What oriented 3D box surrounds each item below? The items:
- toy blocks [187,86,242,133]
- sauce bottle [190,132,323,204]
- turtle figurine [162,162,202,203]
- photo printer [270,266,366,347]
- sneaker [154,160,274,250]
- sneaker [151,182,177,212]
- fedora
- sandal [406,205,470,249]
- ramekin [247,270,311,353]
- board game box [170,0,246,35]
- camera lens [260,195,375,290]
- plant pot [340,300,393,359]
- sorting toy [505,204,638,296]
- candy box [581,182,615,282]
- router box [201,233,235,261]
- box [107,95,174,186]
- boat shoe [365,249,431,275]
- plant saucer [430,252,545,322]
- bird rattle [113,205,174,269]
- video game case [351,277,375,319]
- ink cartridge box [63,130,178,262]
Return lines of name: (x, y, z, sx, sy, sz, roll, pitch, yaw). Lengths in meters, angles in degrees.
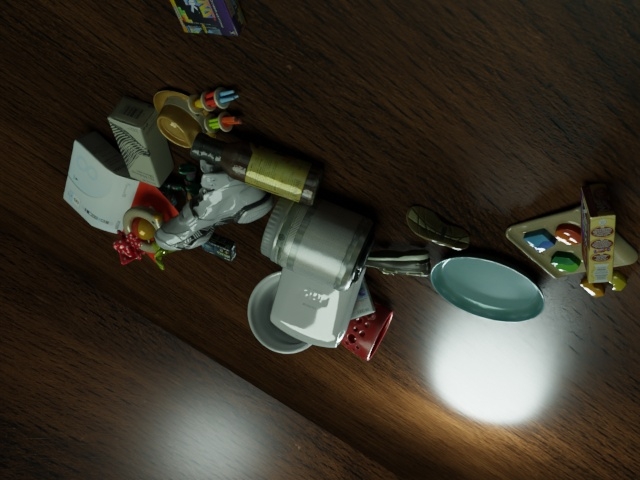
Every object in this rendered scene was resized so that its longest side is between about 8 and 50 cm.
toy blocks: (-0.244, -0.326, 1.619, 0.148, 0.054, 0.123, 0, 141, 39)
sauce bottle: (-0.166, -0.195, 1.687, 0.344, 0.111, 0.111, 20, 151, -1)
turtle figurine: (-0.410, -0.128, 2.016, 0.175, 0.118, 0.234, 47, 148, 14)
photo printer: (-0.017, 0.177, 2.037, 0.256, 0.107, 0.307, 21, 108, 13)
sneaker: (-0.331, -0.120, 1.834, 0.366, 0.137, 0.210, -22, 128, 3)
sneaker: (-0.594, -0.167, 2.149, 0.283, 0.110, 0.122, 5, 124, 36)
fedora: (-0.372, -0.310, 1.725, 0.194, 0.079, 0.194, 20, 151, 11)
sandal: (0.299, -0.026, 1.672, 0.180, 0.072, 0.049, 25, 173, -6)
ramekin: (-0.096, 0.242, 2.210, 0.277, 0.277, 0.135, 17, 179, 16)
board game box: (-0.246, -0.506, 1.330, 0.141, 0.048, 0.170, 13, 149, 25)
camera lens: (0.000, 0.000, 1.785, 0.274, 0.219, 0.219, 23, 151, 7)
plant pot: (0.131, 0.283, 2.191, 0.174, 0.191, 0.191, 28, 153, 16)
sorting toy: (0.620, 0.042, 1.534, 0.307, 0.041, 0.229, 37, 150, -18)
candy box: (0.583, -0.013, 1.361, 0.053, 0.109, 0.186, -7, 130, 16)
router box: (-0.364, 0.020, 2.305, 0.122, 0.038, 0.092, 22, 152, 7)
box: (-0.514, -0.281, 1.872, 0.113, 0.094, 0.275, 20, 150, 12)
boat shoe: (0.209, 0.067, 1.853, 0.228, 0.081, 0.068, -1, 107, 38)
plant saucer: (0.465, 0.126, 1.801, 0.318, 0.043, 0.317, 20, 150, 12)
bird rattle: (-0.547, -0.021, 2.042, 0.253, 0.143, 0.207, 17, 126, 29)
video game case: (0.088, 0.183, 2.084, 0.157, 0.143, 0.019, -23, 170, 32)
ink cartridge box: (-0.654, -0.117, 2.088, 0.385, 0.091, 0.308, 44, 137, 6)
